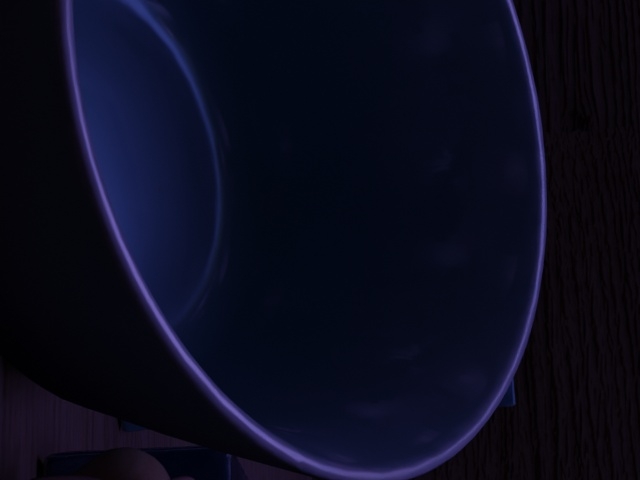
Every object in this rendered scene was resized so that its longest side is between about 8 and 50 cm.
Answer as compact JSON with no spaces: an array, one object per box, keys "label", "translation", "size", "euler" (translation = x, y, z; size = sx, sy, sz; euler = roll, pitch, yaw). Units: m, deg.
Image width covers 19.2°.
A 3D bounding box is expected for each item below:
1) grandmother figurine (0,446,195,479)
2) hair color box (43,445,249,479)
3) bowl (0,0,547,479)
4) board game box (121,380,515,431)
[{"label":"grandmother figurine","translation":[-0.108,0.138,0.749],"size":[0.208,0.104,0.342],"euler":[56,1,5]},{"label":"hair color box","translation":[-0.083,0.298,0.973],"size":[0.174,0.105,0.347],"euler":[77,11,-65]},{"label":"bowl","translation":[-0.053,-0.044,0.798],"size":[0.311,0.163,0.312],"euler":[21,63,-48]},{"label":"board game box","translation":[0.000,0.000,1.326],"size":[0.336,0.253,0.079],"euler":[-87,171,-61]}]
